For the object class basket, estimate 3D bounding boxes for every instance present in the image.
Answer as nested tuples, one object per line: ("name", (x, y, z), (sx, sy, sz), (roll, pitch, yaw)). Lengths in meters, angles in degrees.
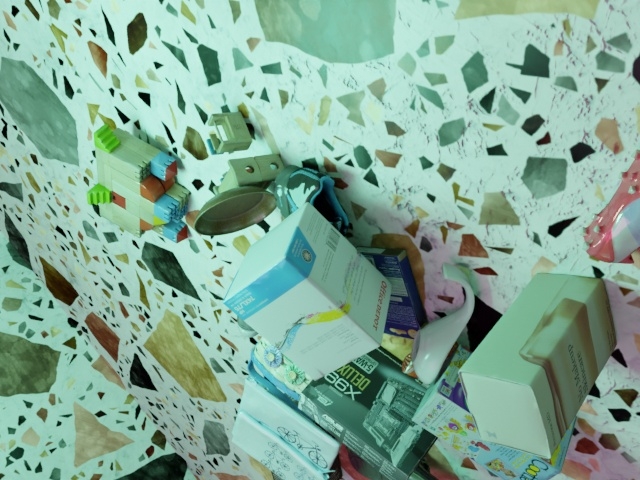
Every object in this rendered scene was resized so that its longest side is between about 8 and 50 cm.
("basket", (-0.071, 0.331, 1.706), (0.254, 0.201, 0.289), (34, 130, 19))

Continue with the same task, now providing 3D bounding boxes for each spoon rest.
("spoon rest", (0.254, 0.180, 1.320), (0.084, 0.137, 0.276), (12, 120, -1))

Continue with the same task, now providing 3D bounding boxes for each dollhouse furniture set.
("dollhouse furniture set", (-0.182, -0.185, 1.474), (0.129, 0.129, 0.184), (-47, 60, 53))

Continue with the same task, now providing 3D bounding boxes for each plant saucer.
("plant saucer", (-0.193, -0.071, 1.426), (0.198, 0.198, 0.036), (-45, 61, 53))

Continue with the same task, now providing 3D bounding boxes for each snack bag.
("snack bag", (-0.103, 0.557, 1.756), (0.323, 0.037, 0.343), (33, 136, 15))

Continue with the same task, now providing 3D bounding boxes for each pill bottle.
("pill bottle", (-0.203, 0.214, 1.844), (0.078, 0.078, 0.137), (33, 139, 22))

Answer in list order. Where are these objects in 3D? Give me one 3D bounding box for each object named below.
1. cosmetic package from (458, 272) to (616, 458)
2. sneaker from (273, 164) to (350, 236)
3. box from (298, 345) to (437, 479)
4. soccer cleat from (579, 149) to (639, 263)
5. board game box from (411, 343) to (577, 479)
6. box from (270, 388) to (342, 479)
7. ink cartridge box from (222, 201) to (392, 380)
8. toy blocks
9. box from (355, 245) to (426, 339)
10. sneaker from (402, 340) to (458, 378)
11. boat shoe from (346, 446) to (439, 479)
("cosmetic package", (0.373, 0.195, 1.065), (0.129, 0.296, 0.153), (3, 123, 45))
("sneaker", (0.000, 0.000, 1.412), (0.139, 0.125, 0.341), (11, 128, 47))
("box", (0.138, 0.392, 1.515), (0.307, 0.242, 0.077), (34, 140, 21))
("soccer cleat", (0.481, -0.058, 0.938), (0.095, 0.083, 0.248), (16, 134, -5))
("board game box", (0.358, 0.370, 1.323), (0.275, 0.142, 0.144), (32, 140, 9))
("box", (-0.059, 0.655, 1.978), (0.143, 0.191, 0.381), (19, 132, 34))
("ink cartridge box", (-0.018, 0.109, 1.318), (0.270, 0.198, 0.197), (44, 123, -17))
("toy blocks", (-0.490, -0.130, 1.792), (0.261, 0.191, 0.381), (28, 140, 9))
("box", (0.158, 0.119, 1.432), (0.136, 0.036, 0.225), (5, 123, 43))
("sneaker", (0.258, 0.263, 1.448), (0.067, 0.064, 0.175), (23, 143, -20))
("boat shoe", (0.228, 0.601, 1.696), (0.355, 0.130, 0.132), (22, 132, 40))
